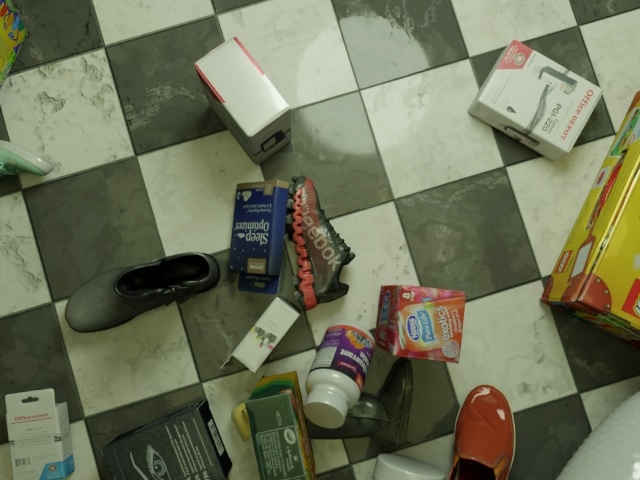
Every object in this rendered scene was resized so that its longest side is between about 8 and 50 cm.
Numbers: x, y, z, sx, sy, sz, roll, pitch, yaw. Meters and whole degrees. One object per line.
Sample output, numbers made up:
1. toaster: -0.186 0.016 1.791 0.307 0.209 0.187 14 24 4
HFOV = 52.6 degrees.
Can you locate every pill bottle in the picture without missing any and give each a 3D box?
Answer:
1. pill bottle: 0.140 0.572 1.251 0.161 0.161 0.283 14 85 1
2. pill bottle: 0.034 0.259 1.252 0.108 0.108 0.193 24 44 1

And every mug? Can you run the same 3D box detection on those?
1. mug: -0.144 0.359 1.313 0.064 0.062 0.078 53 124 12
2. mug: 0.625 0.420 1.165 0.276 0.374 0.328 37 82 25

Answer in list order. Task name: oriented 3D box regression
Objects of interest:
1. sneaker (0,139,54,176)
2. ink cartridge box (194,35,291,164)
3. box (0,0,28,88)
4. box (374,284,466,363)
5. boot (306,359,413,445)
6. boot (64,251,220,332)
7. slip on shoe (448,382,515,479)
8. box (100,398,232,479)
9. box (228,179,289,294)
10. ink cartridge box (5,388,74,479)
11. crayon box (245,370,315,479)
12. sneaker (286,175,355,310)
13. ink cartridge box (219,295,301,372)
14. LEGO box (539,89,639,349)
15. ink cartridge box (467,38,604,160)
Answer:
1. sneaker: -0.679 -0.131 1.329 0.256 0.094 0.151 14 80 10
2. ink cartridge box: -0.145 -0.264 1.274 0.100 0.237 0.172 -37 87 -6
3. box: -0.733 -0.394 1.218 0.177 0.290 0.279 13 68 1
4. box: 0.182 0.152 1.234 0.123 0.257 0.128 7 86 -2
5. boot: 0.079 0.324 1.321 0.209 0.076 0.189 8 84 7
6. boot: -0.364 0.089 1.251 0.338 0.223 0.118 -23 87 -2
7. slip on shoe: 0.304 0.421 1.239 0.123 0.101 0.331 11 54 18
8. box: -0.301 0.430 1.285 0.207 0.108 0.153 -21 87 -1
9. box: -0.128 -0.007 1.313 0.037 0.136 0.225 8 85 -44
10. ink cartridge box: -0.566 0.390 1.309 0.104 0.060 0.180 -8 86 0
11. crayon box: -0.065 0.355 1.187 0.081 0.318 0.202 -12 87 -2
12. sneaker: 0.000 0.000 1.324 0.135 0.097 0.276 -7 88 -1
13. ink cartridge box: -0.118 0.201 1.305 0.062 0.104 0.181 38 87 3
14. LEGO box: 0.731 -0.021 1.282 0.373 0.193 0.500 27 86 1
15. ink cartridge box: 0.447 -0.290 1.352 0.218 0.092 0.158 30 86 0
